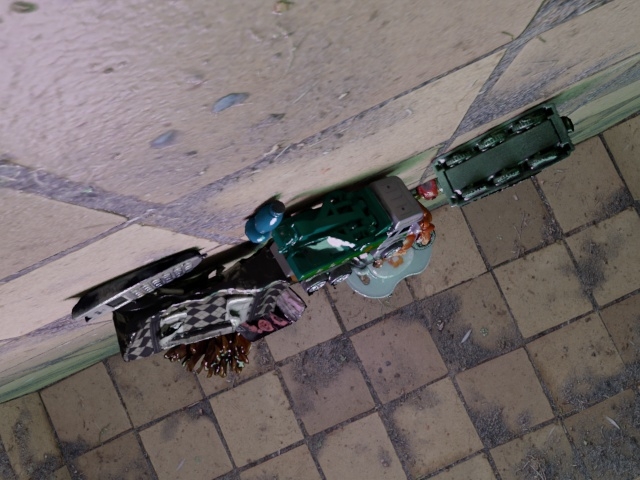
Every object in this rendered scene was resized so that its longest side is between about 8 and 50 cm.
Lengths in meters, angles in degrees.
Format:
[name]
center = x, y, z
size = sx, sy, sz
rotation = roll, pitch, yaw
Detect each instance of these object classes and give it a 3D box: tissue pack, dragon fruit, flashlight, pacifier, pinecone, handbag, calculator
[tissue pack]
center = -0.217, 0.196, 1.857
size = 0.332, 0.245, 0.123
rotation = -33, -164, 51
[dragon fruit]
center = 0.348, -0.157, 1.836
size = 0.083, 0.060, 0.056
rotation = -24, 179, 16
[flashlight]
center = -0.096, -0.033, 0.995
size = 0.051, 0.051, 0.129
rotation = -22, 173, -28
[pacifier]
center = 0.220, 0.042, 2.077
size = 0.343, 0.288, 0.269
rotation = -32, -179, -7
[pinecone]
center = -0.449, 0.368, 2.243
size = 0.384, 0.385, 0.384
rotation = -24, 176, -2
[handbag]
center = -0.289, 0.150, 1.375
size = 0.415, 0.180, 0.317
rotation = -19, 170, -20
[calculator]
center = -0.342, 0.084, 1.108
size = 0.268, 0.040, 0.177
rotation = -24, 176, -16

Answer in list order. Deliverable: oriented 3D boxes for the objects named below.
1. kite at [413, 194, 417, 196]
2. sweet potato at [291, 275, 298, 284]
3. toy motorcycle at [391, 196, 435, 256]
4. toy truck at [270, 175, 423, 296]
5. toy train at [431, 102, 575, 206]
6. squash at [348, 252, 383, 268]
[kite]
center = 0.347, -0.155, 2.160
size = 0.377, 0.013, 0.327
rotation = -22, 174, -23
[sweet potato]
center = -0.112, 0.088, 1.848
size = 0.131, 0.131, 0.336
rotation = -21, 175, -34
[toy motorcycle]
center = 0.230, -0.042, 1.862
size = 0.325, 0.222, 0.148
rotation = -9, -146, -12
[toy truck]
center = 0.053, -0.021, 1.199
size = 0.363, 0.177, 0.178
rotation = -19, 161, -37
[toy train]
center = 0.435, -0.199, 1.357
size = 0.330, 0.139, 0.178
rotation = -26, 180, 28
[squash]
center = 0.119, -0.018, 1.522
size = 0.218, 0.172, 0.218
rotation = -55, -178, 2
